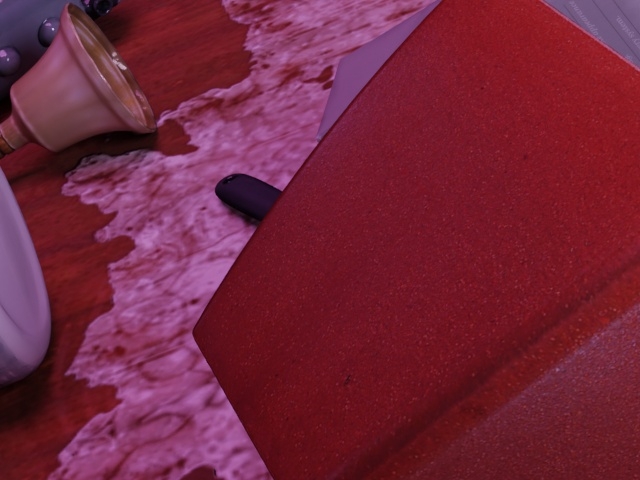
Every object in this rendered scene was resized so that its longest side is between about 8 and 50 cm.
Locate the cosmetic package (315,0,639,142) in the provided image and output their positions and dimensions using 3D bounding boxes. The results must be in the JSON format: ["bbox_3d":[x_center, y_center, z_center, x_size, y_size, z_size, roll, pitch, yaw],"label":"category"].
[{"bbox_3d":[0.127,-0.103,1.076,0.238,0.127,0.107,-32,26,30],"label":"cosmetic package"}]

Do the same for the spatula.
[{"bbox_3d":[0.000,0.000,1.156,0.084,0.030,0.296,-32,34,-17],"label":"spatula"}]

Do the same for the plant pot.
[{"bbox_3d":[0.098,0.071,0.812,0.236,0.267,0.267,-38,34,-1],"label":"plant pot"}]

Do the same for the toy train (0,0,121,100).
[{"bbox_3d":[-0.338,-0.187,1.540,0.334,0.142,0.190,-36,47,-23],"label":"toy train"}]

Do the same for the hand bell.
[{"bbox_3d":[-0.270,-0.078,1.386,0.242,0.126,0.126,-32,32,7],"label":"hand bell"}]

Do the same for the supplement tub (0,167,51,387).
[{"bbox_3d":[-0.362,0.051,1.148,0.316,0.193,0.193,-20,33,5],"label":"supplement tub"}]
